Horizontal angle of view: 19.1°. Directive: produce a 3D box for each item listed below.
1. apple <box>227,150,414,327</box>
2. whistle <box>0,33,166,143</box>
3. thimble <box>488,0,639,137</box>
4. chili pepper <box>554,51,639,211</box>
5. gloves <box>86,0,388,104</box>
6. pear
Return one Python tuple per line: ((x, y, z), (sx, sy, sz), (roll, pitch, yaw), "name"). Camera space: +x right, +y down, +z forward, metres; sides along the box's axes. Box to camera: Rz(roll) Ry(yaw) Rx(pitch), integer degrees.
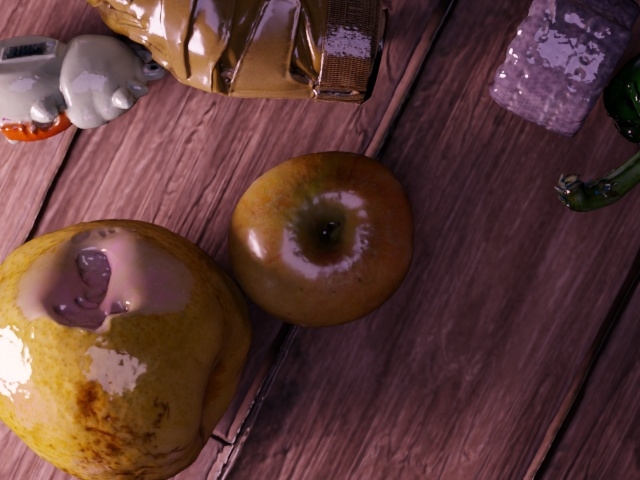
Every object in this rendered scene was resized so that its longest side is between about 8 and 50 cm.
((0.000, 0.000, 1.847), (0.182, 0.155, 0.182), (0, 82, -3), "apple")
((-0.277, -0.151, 1.886), (0.253, 0.102, 0.105), (-6, 99, 5), "whistle")
((0.231, -0.178, 1.804), (0.098, 0.150, 0.150), (28, 99, 4), "thimble")
((0.336, -0.107, 1.792), (0.261, 0.165, 0.174), (-31, 110, 5), "chili pepper")
((-0.099, -0.223, 1.826), (0.331, 0.141, 0.154), (15, 121, 1), "gloves")
((-0.204, 0.104, 1.832), (0.271, 0.271, 0.271), (1, 96, 6), "pear")
